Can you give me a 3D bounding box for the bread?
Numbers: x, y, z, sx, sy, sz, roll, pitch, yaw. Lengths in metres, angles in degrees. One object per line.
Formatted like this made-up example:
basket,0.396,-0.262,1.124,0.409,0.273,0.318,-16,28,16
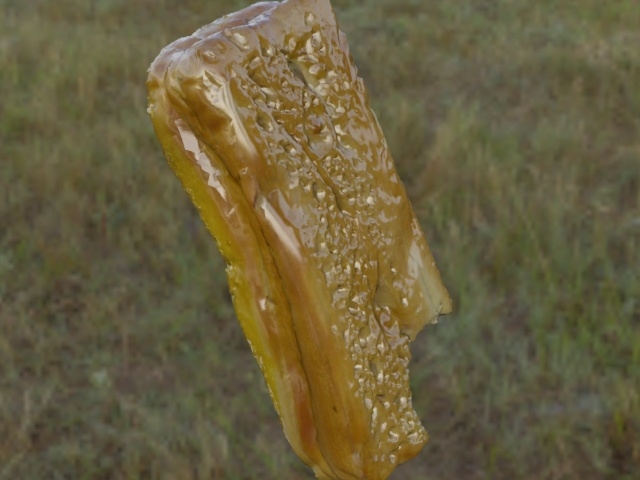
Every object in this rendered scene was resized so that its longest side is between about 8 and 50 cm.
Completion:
bread,0.000,0.000,1.185,0.109,0.380,0.185,-10,16,46
